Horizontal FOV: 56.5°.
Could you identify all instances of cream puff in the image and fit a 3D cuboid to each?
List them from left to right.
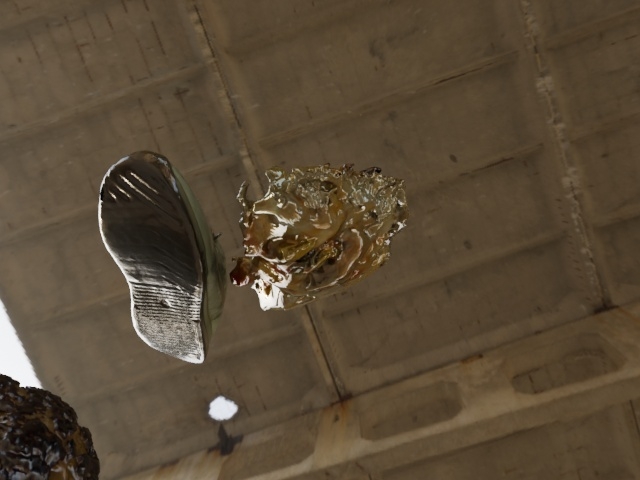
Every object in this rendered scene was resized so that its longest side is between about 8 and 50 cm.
[{"bbox_3d":[-0.321,0.220,0.553,0.239,0.239,0.165,27,-83,-2],"label":"cream puff"}]

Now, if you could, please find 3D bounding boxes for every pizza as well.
[{"bbox_3d":[0.000,-0.001,0.576,0.189,0.297,0.071,-18,-111,-7],"label":"pizza"}]

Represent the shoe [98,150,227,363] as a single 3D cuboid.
[{"bbox_3d":[-0.140,0.015,0.583,0.103,0.098,0.275,19,-39,7],"label":"shoe"}]
